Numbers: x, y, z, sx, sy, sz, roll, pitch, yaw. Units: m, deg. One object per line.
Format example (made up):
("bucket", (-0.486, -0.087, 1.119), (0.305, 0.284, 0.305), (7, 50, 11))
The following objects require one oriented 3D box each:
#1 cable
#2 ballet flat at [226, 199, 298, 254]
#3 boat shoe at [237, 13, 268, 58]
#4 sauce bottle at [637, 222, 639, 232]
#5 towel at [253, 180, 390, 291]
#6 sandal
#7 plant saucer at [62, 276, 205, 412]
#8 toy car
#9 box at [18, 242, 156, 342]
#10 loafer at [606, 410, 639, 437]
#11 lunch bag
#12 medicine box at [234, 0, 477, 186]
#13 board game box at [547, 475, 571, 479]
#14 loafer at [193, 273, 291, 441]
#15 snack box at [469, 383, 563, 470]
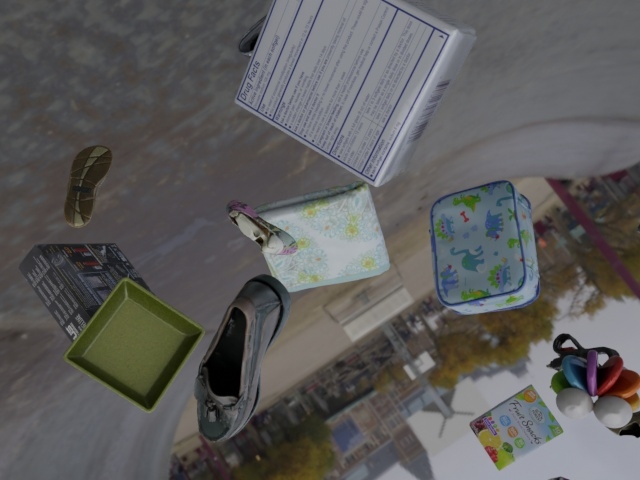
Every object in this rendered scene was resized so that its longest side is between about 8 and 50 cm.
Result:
("cable", (0.654, 0.289, 1.678), (0.287, 0.072, 0.139), (139, -29, -66))
("ballet flat", (-0.154, -0.017, 1.735), (0.077, 0.221, 0.079), (-41, -158, 27))
("boat shoe", (-0.072, -0.522, 1.625), (0.301, 0.108, 0.102), (-22, 169, 31))
("sauce bottle", (0.574, 0.002, 1.088), (0.042, 0.128, 0.042), (-31, 137, -33))
("towel", (0.000, 0.000, 2.071), (0.375, 0.090, 0.320), (-13, 129, 10))
("sandal", (-0.468, -0.108, 1.362), (0.072, 0.180, 0.049), (14, 164, -12))
("plant saucer", (-0.343, 0.195, 1.267), (0.188, 0.188, 0.045), (-58, -173, -28))
("toy car", (0.590, 0.299, 1.454), (0.159, 0.182, 0.136), (-52, 144, -52))
("box", (-0.449, 0.137, 1.441), (0.076, 0.307, 0.242), (-47, 164, 17))
("loafer", (0.715, 0.414, 1.525), (0.148, 0.056, 0.050), (-8, -148, -1))
("lunch bag", (0.279, 0.014, 1.180), (0.176, 0.219, 0.090), (-17, 151, 31))
("medicine box", (0.051, -0.278, 1.086), (0.263, 0.289, 0.149), (-63, 166, 25))
("board game box", (0.433, 0.435, 0.907), (0.142, 0.275, 0.144), (64, 44, -67))
("loafer", (-0.123, 0.165, 0.891), (0.084, 0.096, 0.267), (-27, 143, -58))
("snack box", (0.366, 0.350, 1.278), (0.141, 0.100, 0.037), (-35, 167, 10))
